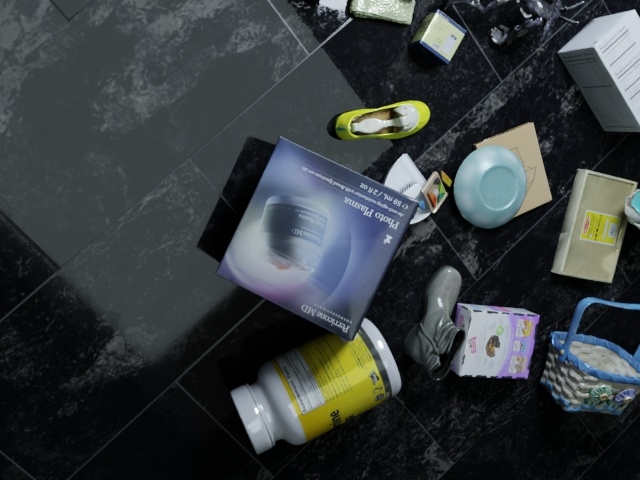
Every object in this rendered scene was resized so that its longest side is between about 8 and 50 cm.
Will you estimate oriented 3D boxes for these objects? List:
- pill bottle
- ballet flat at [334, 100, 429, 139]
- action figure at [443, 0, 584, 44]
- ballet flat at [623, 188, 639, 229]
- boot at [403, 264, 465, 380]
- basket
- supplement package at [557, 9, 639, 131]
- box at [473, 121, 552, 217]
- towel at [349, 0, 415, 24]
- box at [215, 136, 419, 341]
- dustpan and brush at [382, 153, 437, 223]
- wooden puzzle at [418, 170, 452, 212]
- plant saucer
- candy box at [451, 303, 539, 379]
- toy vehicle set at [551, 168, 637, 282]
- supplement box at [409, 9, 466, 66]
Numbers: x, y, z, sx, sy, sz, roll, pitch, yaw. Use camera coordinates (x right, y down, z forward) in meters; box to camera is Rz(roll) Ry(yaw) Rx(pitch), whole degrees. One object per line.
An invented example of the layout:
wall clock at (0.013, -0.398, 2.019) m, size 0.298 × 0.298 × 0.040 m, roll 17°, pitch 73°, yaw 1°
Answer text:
pill bottle at (-0.013, 0.313, 1.364) m, size 0.333 × 0.188 × 0.188 m, roll -24°, pitch 106°, yaw -12°
ballet flat at (0.144, -0.254, 1.378) m, size 0.230 × 0.077 × 0.077 m, roll -11°, pitch 102°, yaw -16°
action figure at (0.418, -0.523, 1.394) m, size 0.275 × 0.141 × 0.164 m, roll 17°, pitch 91°, yaw -4°
ballet flat at (0.919, -0.074, 1.631) m, size 0.408 × 0.147 × 0.147 m, roll -10°, pitch 102°, yaw -18°
boot at (0.287, 0.188, 1.455) m, size 0.083 × 0.161 × 0.247 m, roll 22°, pitch 92°, yaw -21°
basket at (0.699, 0.281, 1.583) m, size 0.254 × 0.201 × 0.289 m, roll 8°, pitch 106°, yaw -18°
supplement package at (0.701, -0.392, 1.504) m, size 0.134 × 0.139 × 0.244 m, roll -42°, pitch 109°, yaw -6°
box at (0.460, -0.161, 1.528) m, size 0.164 × 0.021 × 0.201 m, roll -23°, pitch 105°, yaw -13°
towel at (0.134, -0.522, 1.357) m, size 0.148 × 0.027 × 0.110 m, roll 3°, pitch 97°, yaw -18°
box at (0.000, 0.000, 1.265) m, size 0.296 × 0.183 × 0.294 m, roll 25°, pitch 91°, yaw 7°
dustpan and brush at (0.165, -0.074, 1.424) m, size 0.211 × 0.060 × 0.147 m, roll -42°, pitch 109°, yaw -7°
wooden puzzle at (0.260, -0.109, 1.447) m, size 0.078 × 0.014 × 0.116 m, roll 47°, pitch 65°, yaw -37°
plant saucer at (0.405, -0.122, 1.485) m, size 0.194 × 0.037 × 0.195 m, roll -3°, pitch 100°, yaw -17°
candy box at (0.418, 0.245, 1.556) m, size 0.196 × 0.070 × 0.165 m, roll 7°, pitch 97°, yaw -20°
toy vehicle set at (0.692, -0.034, 1.616) m, size 0.165 × 0.035 × 0.267 m, roll 11°, pitch 96°, yaw -19°
supplement box at (0.254, -0.439, 1.394) m, size 0.083 × 0.056 × 0.083 m, roll 30°, pitch 89°, yaw -20°
